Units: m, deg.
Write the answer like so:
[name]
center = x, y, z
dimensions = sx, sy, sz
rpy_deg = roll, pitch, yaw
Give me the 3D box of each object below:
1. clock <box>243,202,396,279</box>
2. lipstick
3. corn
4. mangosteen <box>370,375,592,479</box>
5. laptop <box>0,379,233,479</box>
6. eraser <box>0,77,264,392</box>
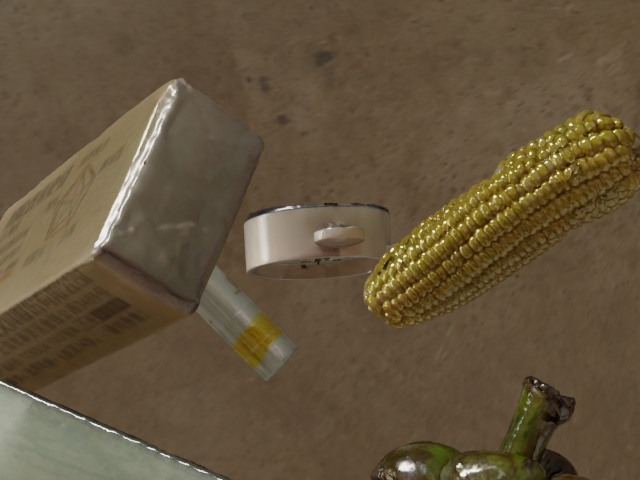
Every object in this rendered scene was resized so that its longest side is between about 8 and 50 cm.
[clock]
center = 0.000, 0.000, 1.385
dimensions = 0.155, 0.229, 0.063
rpy_deg = -2, 81, -12
[lipstick]
center = -0.138, 0.057, 1.630
dimensions = 0.264, 0.059, 0.059
rpy_deg = 44, 109, 5
[corn]
center = 0.164, -0.016, 1.231
dimensions = 0.291, 0.101, 0.101
rpy_deg = -34, 89, 13
[mangosteen]
center = 0.102, 0.195, 0.783
dimensions = 0.172, 0.172, 0.184
rpy_deg = -32, 58, 20
[laptop]
center = -0.066, 0.161, 0.433
dimensions = 0.269, 0.015, 0.188
rpy_deg = 17, 90, 31
[eraser]
center = -0.175, 0.019, 0.939
dimensions = 0.078, 0.144, 0.343
rpy_deg = 34, 147, -21
